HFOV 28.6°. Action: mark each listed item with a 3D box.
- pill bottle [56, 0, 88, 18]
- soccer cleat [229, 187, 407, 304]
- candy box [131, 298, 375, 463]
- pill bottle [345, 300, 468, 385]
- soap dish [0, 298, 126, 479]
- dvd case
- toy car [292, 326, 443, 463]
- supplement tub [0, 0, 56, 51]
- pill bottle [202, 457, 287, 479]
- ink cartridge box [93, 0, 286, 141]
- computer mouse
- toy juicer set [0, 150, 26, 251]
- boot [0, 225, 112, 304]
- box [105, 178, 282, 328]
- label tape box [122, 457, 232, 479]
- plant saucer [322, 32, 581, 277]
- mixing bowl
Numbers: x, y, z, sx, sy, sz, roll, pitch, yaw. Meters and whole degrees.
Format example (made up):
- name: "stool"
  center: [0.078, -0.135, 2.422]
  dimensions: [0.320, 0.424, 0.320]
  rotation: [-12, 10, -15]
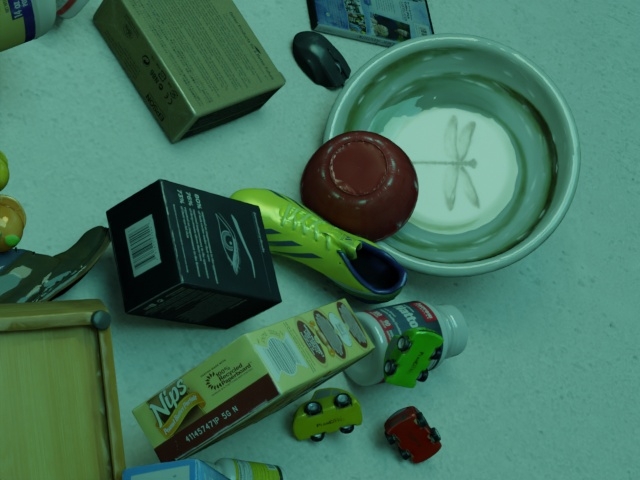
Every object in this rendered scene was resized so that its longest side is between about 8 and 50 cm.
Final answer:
- name: "pill bottle"
  center: [-0.428, -0.453, 1.756]
  dimensions: [0.283, 0.161, 0.161]
  rotation: [34, 50, -23]
- name: "soccer cleat"
  center: [0.001, -0.001, 1.820]
  dimensions: [0.289, 0.121, 0.093]
  rotation: [30, 69, -16]
- name: "candy box"
  center: [-0.073, 0.170, 1.558]
  dimensions: [0.087, 0.183, 0.316]
  rotation: [59, 21, 8]
- name: "pill bottle"
  center: [0.124, 0.144, 1.835]
  dimensions: [0.180, 0.108, 0.108]
  rotation: [-9, 70, -37]
- name: "soap dish"
  center: [-0.336, 0.211, 1.448]
  dimensions: [0.229, 0.118, 0.291]
  rotation: [-2, 78, -33]
- name: "dvd case"
  center: [0.084, -0.422, 2.190]
  dimensions: [0.253, 0.022, 0.180]
  rotation: [7, 60, -30]
- name: "toy car"
  center: [0.097, 0.199, 1.731]
  dimensions: [0.239, 0.225, 0.053]
  rotation: [15, 30, -26]
- name: "supplement tub"
  center: [-0.520, -0.312, 1.538]
  dimensions: [0.331, 0.241, 0.241]
  rotation: [-25, 79, -19]
- name: "pill bottle"
  center: [-0.106, 0.314, 1.612]
  dimensions: [0.116, 0.065, 0.065]
  rotation: [14, 57, -26]
- name: "ink cartridge box"
  center: [-0.196, -0.285, 1.883]
  dimensions: [0.193, 0.088, 0.234]
  rotation: [-26, 79, -42]
- name: "computer mouse"
  center: [0.050, -0.257, 2.060]
  dimensions: [0.242, 0.041, 0.071]
  rotation: [42, 48, -7]
- name: "toy juicer set"
  center: [-0.493, -0.099, 1.550]
  dimensions: [0.209, 0.089, 0.329]
  rotation: [-28, 70, -39]
- name: "boot"
  center: [-0.358, 0.029, 1.599]
  dimensions: [0.106, 0.082, 0.219]
  rotation: [43, 51, -8]
- name: "box"
  center: [-0.166, 0.023, 1.672]
  dimensions: [0.207, 0.108, 0.153]
  rotation: [17, 53, -51]
- name: "label tape box"
  center: [-0.115, 0.424, 1.489]
  dimensions: [0.333, 0.106, 0.240]
  rotation: [50, 31, -56]
- name: "plant saucer"
  center: [0.203, -0.126, 1.983]
  dimensions: [0.400, 0.100, 0.400]
  rotation: [0, 74, 1]
- name: "mixing bowl"
  center: [0.058, -0.095, 1.878]
  dimensions: [0.181, 0.098, 0.181]
  rotation: [-1, 73, 2]
